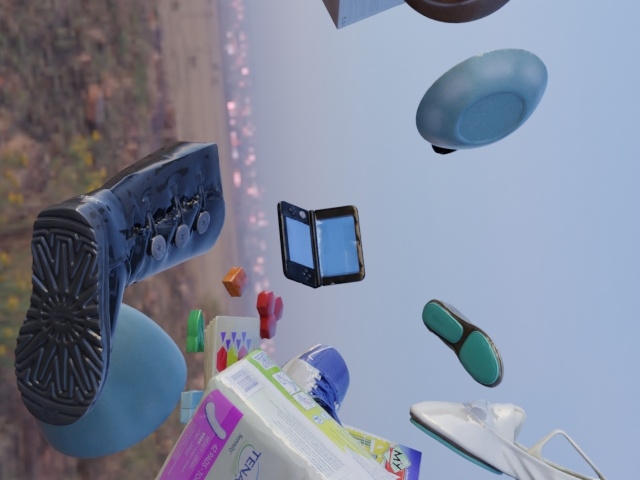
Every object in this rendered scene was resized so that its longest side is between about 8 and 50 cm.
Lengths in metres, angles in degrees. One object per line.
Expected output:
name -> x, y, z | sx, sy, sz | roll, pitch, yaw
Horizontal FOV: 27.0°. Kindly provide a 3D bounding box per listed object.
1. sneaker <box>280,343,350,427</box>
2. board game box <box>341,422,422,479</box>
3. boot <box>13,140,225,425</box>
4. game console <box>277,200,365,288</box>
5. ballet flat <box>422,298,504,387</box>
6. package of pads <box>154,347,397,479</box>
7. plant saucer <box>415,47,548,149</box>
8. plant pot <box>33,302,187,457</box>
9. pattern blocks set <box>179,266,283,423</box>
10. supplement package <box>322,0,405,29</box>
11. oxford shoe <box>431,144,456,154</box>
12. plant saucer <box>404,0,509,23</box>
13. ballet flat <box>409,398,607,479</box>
sneaker -> -0.017, 0.274, 2.000 | 0.127, 0.182, 0.315 | 59, 43, -12
board game box -> 0.047, 0.452, 2.154 | 0.046, 0.213, 0.317 | 126, -20, -48
boot -> -0.306, 0.053, 2.142 | 0.445, 0.146, 0.367 | -44, 150, -65
game console -> 0.000, 0.000, 1.918 | 0.107, 0.071, 0.122 | 22, 54, -46
ballet flat -> 0.252, 0.169, 2.227 | 0.213, 0.068, 0.072 | 46, -68, 41
package of pads -> -0.067, 0.300, 1.445 | 0.101, 0.229, 0.296 | -26, 151, -51
plant saucer -> 0.226, -0.179, 1.819 | 0.195, 0.195, 0.037 | 88, -16, -55
plant pot -> -0.409, 0.212, 2.378 | 0.290, 0.290, 0.195 | -97, 168, -49
pattern blocks set -> -0.136, 0.186, 2.044 | 0.325, 0.026, 0.285 | 33, 61, -67
supplement package -> 0.113, -0.498, 2.345 | 0.134, 0.244, 0.139 | 94, -29, -70
oxford shoe -> 0.226, -0.196, 2.328 | 0.083, 0.096, 0.227 | 51, 4, -1
plant saucer -> 0.142, -0.314, 1.403 | 0.029, 0.168, 0.168 | -3, 89, -65
ballet flat -> 0.342, 0.354, 2.250 | 0.139, 0.400, 0.139 | -57, 179, -1
